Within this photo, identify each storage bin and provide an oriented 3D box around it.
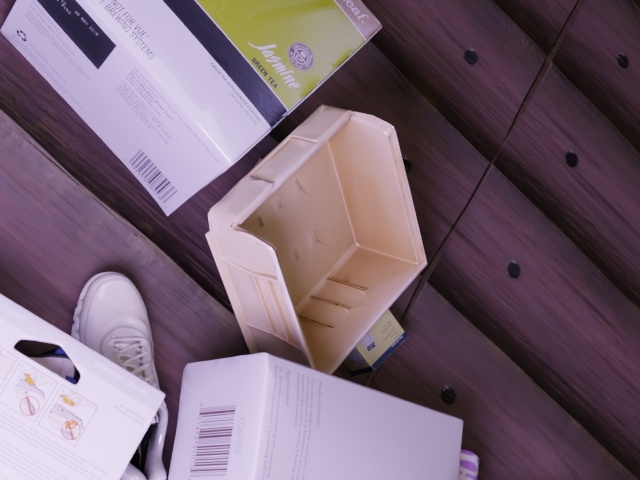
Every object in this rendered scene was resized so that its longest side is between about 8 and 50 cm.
[{"bbox_3d":[0.000,0.000,1.623,0.262,0.123,0.260,-46,137,-32],"label":"storage bin"}]

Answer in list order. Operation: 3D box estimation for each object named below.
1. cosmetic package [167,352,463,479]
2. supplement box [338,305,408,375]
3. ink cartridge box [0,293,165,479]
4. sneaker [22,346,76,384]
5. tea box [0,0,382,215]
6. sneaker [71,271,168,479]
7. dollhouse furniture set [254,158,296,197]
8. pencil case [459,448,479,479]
[{"bbox_3d":[0.005,0.291,1.547,0.385,0.156,0.217,27,62,-42],"label":"cosmetic package"},{"bbox_3d":[0.061,0.131,1.735,0.083,0.056,0.083,-41,100,-33],"label":"supplement box"},{"bbox_3d":[-0.339,0.202,1.323,0.275,0.060,0.239,33,57,-11],"label":"ink cartridge box"},{"bbox_3d":[-0.325,0.225,1.419,0.315,0.127,0.182,49,59,-11],"label":"sneaker"},{"bbox_3d":[-0.162,-0.273,1.577,0.329,0.220,0.323,49,58,-6],"label":"tea box"},{"bbox_3d":[-0.232,0.177,1.500,0.110,0.118,0.292,-1,76,-31],"label":"sneaker"},{"bbox_3d":[-0.025,-0.070,1.719,0.114,0.081,0.091,6,74,-31],"label":"dollhouse furniture set"},{"bbox_3d":[0.169,0.386,1.722,0.088,0.086,0.206,7,67,5],"label":"pencil case"}]
